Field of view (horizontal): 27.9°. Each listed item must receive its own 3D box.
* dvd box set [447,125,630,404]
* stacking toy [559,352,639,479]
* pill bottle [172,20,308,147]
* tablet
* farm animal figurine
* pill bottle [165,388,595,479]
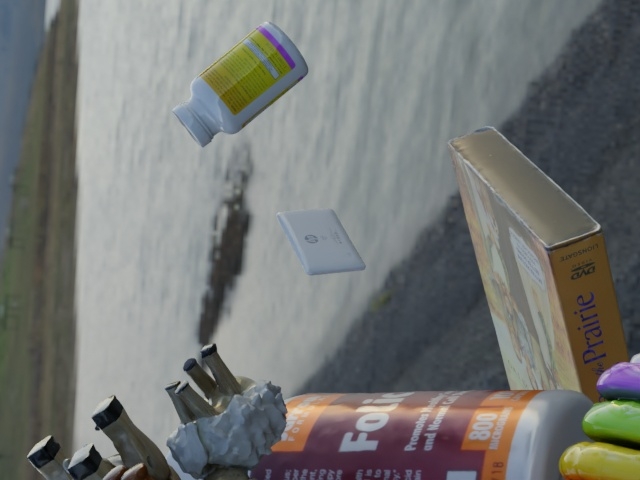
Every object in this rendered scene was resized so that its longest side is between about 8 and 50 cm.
[{"bbox_3d":[0.254,0.116,1.396,0.308,0.062,0.420,-119,10,-62],"label":"dvd box set"},{"bbox_3d":[0.236,0.141,0.884,0.166,0.175,0.302,130,156,-78],"label":"stacking toy"},{"bbox_3d":[-0.051,-0.096,0.803,0.043,0.083,0.043,50,175,6],"label":"pill bottle"},{"bbox_3d":[0.000,0.000,1.093,0.083,0.054,0.006,-119,32,-45],"label":"tablet"},{"bbox_3d":[-0.182,0.263,0.984,0.330,0.172,0.327,-28,15,27],"label":"farm animal figurine"},{"bbox_3d":[0.058,0.250,1.179,0.392,0.224,0.224,-6,79,31],"label":"pill bottle"}]
